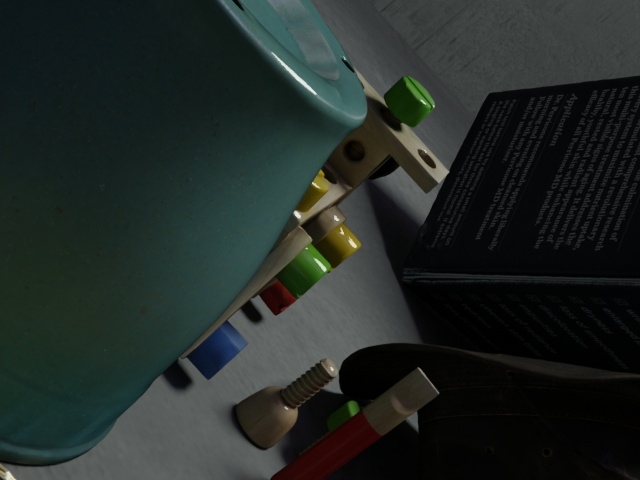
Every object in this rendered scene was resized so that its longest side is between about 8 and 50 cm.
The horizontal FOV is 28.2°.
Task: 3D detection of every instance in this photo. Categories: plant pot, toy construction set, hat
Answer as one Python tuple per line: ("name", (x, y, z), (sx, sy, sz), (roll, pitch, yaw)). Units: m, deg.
("plant pot", (-0.123, -0.060, 0.709), (0.271, 0.255, 0.271), (46, 17, -18))
("toy construction set", (0.000, 0.000, 0.939), (0.257, 0.237, 0.309), (21, 35, -60))
("hat", (0.170, 0.186, 1.054), (0.331, 0.331, 0.134), (29, 65, -52))

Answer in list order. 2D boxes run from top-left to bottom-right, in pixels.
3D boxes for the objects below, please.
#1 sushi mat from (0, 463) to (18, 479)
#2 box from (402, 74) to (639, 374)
("sushi mat", (-0.113, 0.145, 0.563), (0.316, 0.019, 0.151), (47, -27, -16))
("box", (0.447, 0.056, 1.501), (0.472, 0.297, 0.480), (2, -32, 50))
